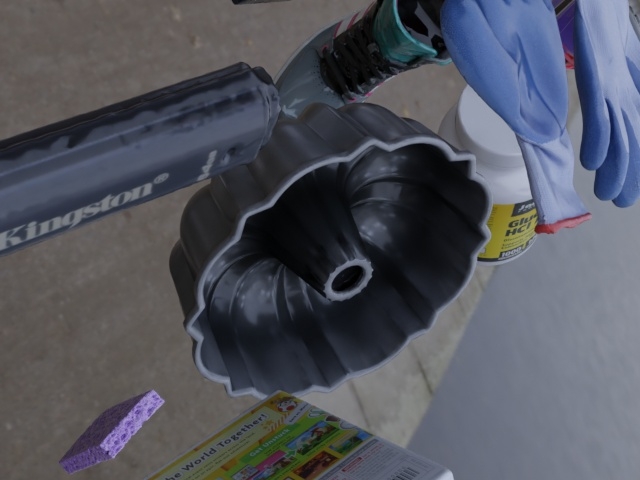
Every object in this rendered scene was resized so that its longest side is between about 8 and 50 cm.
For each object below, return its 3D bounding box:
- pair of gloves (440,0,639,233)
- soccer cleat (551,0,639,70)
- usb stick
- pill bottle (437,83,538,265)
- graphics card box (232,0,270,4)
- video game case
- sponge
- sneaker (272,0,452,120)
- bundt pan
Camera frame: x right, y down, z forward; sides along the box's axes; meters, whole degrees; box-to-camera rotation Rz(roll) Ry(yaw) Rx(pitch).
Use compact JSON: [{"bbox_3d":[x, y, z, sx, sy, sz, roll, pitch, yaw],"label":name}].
[{"bbox_3d":[0.115,-0.086,0.514,0.198,0.023,0.159,-18,95,-51],"label":"pair of gloves"},{"bbox_3d":[0.219,-0.199,1.039,0.318,0.116,0.109,-107,172,-73],"label":"soccer cleat"},{"bbox_3d":[-0.146,-0.028,0.569,0.045,0.278,0.077,53,-30,23],"label":"usb stick"},{"bbox_3d":[0.262,-0.107,1.610,0.334,0.188,0.188,85,-9,-66],"label":"pill bottle"},{"bbox_3d":[0.097,-0.313,0.930,0.233,0.371,0.094,-56,126,-74],"label":"graphics card box"},{"bbox_3d":[-0.050,0.203,0.796,0.227,0.206,0.026,-30,119,-32],"label":"video game case"},{"bbox_3d":[-0.321,0.291,1.634,0.031,0.210,0.117,47,56,-9],"label":"sponge"},{"bbox_3d":[0.067,-0.222,1.230,0.124,0.295,0.178,54,1,-5],"label":"sneaker"},{"bbox_3d":[0.000,0.000,1.052,0.331,0.331,0.124,39,12,-50],"label":"bundt pan"}]
